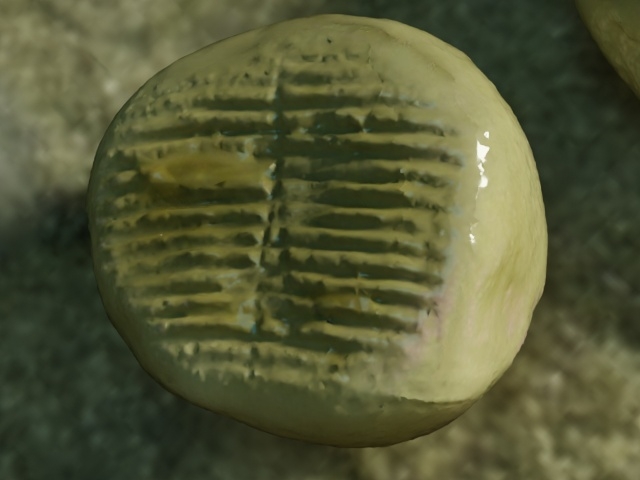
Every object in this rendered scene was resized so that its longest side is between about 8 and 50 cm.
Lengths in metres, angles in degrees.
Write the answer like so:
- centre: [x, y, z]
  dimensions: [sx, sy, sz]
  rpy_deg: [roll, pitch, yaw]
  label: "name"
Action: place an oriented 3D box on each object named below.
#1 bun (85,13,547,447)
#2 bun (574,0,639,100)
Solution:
- centre: [0.000, 0.000, 0.725]
  dimensions: [0.193, 0.128, 0.178]
  rpy_deg: [1, 76, 22]
  label: "bun"
- centre: [0.240, -0.150, 0.707]
  dimensions: [0.287, 0.146, 0.287]
  rpy_deg: [-3, 74, 11]
  label: "bun"
